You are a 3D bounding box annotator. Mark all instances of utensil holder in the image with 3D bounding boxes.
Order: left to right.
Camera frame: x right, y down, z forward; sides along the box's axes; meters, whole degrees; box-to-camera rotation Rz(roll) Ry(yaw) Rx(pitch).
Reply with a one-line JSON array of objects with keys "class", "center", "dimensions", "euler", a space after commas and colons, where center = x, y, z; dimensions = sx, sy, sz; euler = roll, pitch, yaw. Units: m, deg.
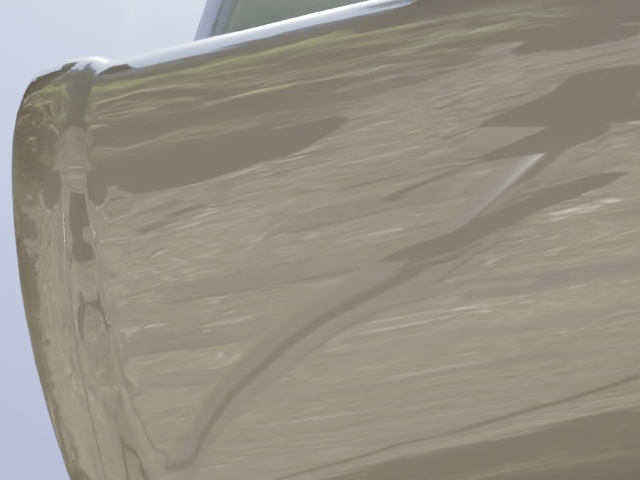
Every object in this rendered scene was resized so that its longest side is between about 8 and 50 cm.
[{"class": "utensil holder", "center": [0.063, 0.013, 0.819], "dimensions": [0.385, 0.327, 0.328], "euler": [-13, -96, 8]}]

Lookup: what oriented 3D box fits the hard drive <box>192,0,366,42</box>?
[{"class": "hard drive", "center": [-0.015, -0.195, 1.302], "dimensions": [0.203, 0.307, 0.040], "euler": [-12, -103, -16]}]
